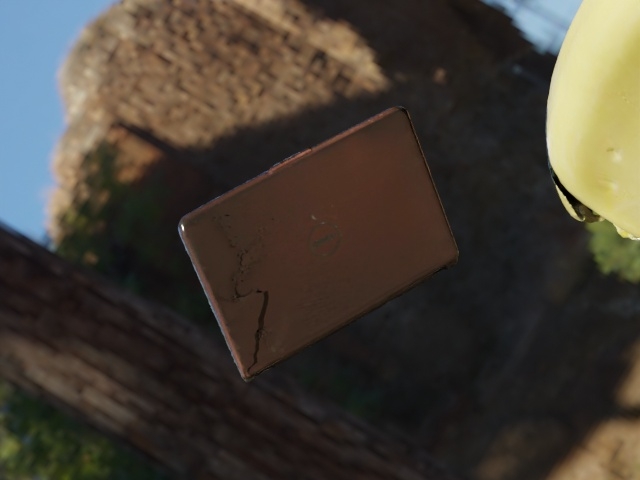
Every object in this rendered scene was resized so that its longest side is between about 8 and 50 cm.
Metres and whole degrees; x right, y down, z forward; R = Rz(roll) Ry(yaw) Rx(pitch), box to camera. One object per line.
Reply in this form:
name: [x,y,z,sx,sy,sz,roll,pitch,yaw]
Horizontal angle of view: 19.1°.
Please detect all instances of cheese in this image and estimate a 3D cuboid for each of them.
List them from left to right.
cheese: [0.309,-0.106,1.554,0.316,0.259,0.128,-60,-1,44]

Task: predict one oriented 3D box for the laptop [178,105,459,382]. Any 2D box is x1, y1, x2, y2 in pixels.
laptop: [0.000,0.000,1.490,0.207,0.154,0.026,-29,24,-15]
